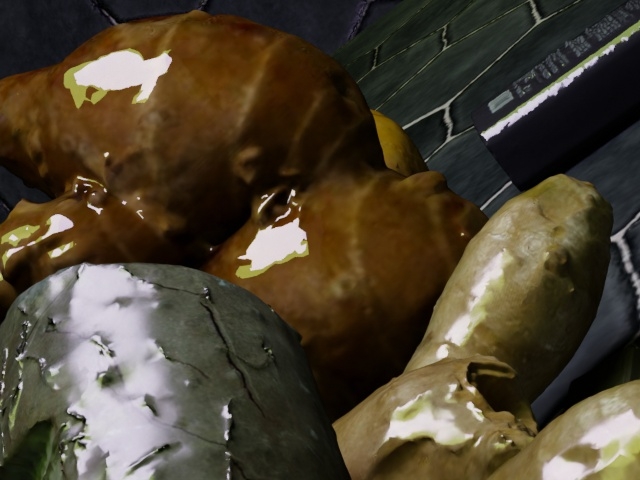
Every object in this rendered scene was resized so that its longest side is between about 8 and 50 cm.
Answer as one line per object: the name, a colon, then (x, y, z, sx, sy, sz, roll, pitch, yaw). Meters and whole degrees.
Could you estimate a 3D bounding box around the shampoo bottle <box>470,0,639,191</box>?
shampoo bottle: (0.260, -0.159, 1.159, 0.309, 0.071, 0.098, -36, 12, 11)

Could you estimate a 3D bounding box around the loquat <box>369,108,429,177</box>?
loquat: (0.000, 0.000, 1.106, 0.187, 0.176, 0.234, 98, -176, -45)

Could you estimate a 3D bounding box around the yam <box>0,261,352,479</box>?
yam: (-0.054, 0.125, 0.564, 0.154, 0.154, 0.254, -34, 38, 19)

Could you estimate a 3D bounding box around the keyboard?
keyboard: (0.138, 0.097, 0.740, 0.049, 0.015, 0.129, -38, 12, 28)

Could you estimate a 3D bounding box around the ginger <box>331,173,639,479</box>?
ginger: (0.030, 0.143, 0.685, 0.348, 0.122, 0.363, -45, 22, 13)

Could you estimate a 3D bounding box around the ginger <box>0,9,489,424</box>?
ginger: (-0.069, 0.000, 0.934, 0.274, 0.357, 0.152, -40, -13, -8)
